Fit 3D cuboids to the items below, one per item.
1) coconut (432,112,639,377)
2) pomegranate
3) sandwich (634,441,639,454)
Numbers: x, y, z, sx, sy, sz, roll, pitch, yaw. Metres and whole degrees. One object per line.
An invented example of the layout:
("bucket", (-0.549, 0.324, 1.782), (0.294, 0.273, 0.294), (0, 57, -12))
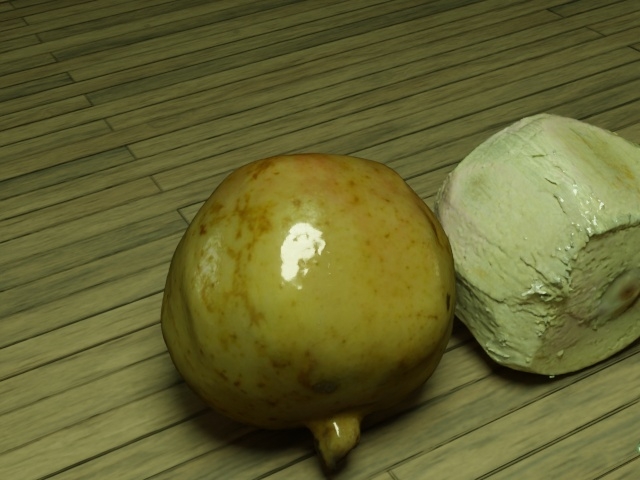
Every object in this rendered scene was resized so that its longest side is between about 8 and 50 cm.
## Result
("coconut", (0.274, -0.006, 1.127), (0.297, 0.297, 0.254), (-18, 49, -19))
("pomegranate", (-0.003, 0.077, 1.030), (0.342, 0.342, 0.342), (-3, 35, 2))
("sandwich", (0.448, 0.203, 0.824), (0.325, 0.262, 0.131), (-4, 34, 1))
